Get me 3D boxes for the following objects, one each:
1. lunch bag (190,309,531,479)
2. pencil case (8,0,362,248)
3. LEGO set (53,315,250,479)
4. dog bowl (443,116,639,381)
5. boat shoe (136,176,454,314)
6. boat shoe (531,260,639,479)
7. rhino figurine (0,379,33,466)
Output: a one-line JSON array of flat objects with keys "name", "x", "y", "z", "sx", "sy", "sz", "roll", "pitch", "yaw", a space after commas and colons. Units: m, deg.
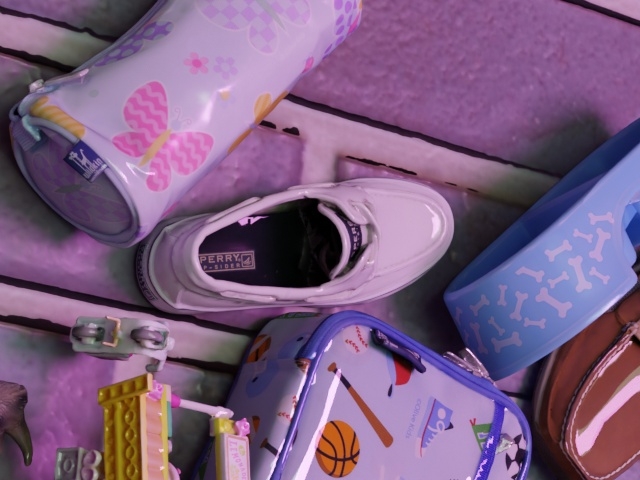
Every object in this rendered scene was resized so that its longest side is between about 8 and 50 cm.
[{"name": "lunch bag", "x": 0.027, "y": 0.206, "z": 1.394, "sx": 0.243, "sy": 0.115, "sz": 0.303, "roll": 33, "pitch": 68, "yaw": -29}, {"name": "pencil case", "x": -0.090, "y": -0.118, "z": 1.352, "sx": 0.124, "sy": 0.113, "sz": 0.273, "roll": 42, "pitch": 62, "yaw": 5}, {"name": "LEGO set", "x": -0.121, "y": 0.195, "z": 1.274, "sx": 0.107, "sy": 0.132, "sz": 0.287, "roll": 18, "pitch": 83, "yaw": -47}, {"name": "dog bowl", "x": 0.210, "y": -0.008, "z": 1.516, "sx": 0.297, "sy": 0.166, "sz": 0.074, "roll": -40, "pitch": 94, "yaw": -30}, {"name": "boat shoe", "x": 0.000, "y": 0.000, "z": 1.411, "sx": 0.267, "sy": 0.088, "sz": 0.096, "roll": -3, "pitch": 86, "yaw": -34}, {"name": "boat shoe", "x": 0.294, "y": 0.068, "z": 1.579, "sx": 0.122, "sy": 0.120, "sz": 0.324, "roll": 52, "pitch": 60, "yaw": -17}, {"name": "rhino figurine", "x": -0.272, "y": 0.077, "z": 1.231, "sx": 0.243, "sy": 0.073, "sz": 0.106, "roll": 42, "pitch": 58, "yaw": -31}]
